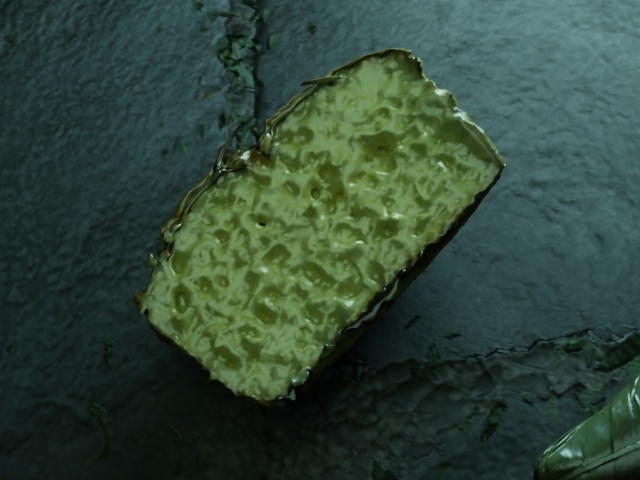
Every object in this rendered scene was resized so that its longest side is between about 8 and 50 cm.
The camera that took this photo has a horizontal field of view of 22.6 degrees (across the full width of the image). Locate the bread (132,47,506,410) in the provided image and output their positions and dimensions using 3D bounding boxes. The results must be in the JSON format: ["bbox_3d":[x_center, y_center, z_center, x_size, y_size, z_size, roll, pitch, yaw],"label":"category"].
[{"bbox_3d":[0.001,-0.005,1.135,0.160,0.147,0.260,39,86,11],"label":"bread"}]

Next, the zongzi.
[{"bbox_3d":[0.183,0.120,1.092,0.154,0.062,0.130,-6,79,7],"label":"zongzi"}]
